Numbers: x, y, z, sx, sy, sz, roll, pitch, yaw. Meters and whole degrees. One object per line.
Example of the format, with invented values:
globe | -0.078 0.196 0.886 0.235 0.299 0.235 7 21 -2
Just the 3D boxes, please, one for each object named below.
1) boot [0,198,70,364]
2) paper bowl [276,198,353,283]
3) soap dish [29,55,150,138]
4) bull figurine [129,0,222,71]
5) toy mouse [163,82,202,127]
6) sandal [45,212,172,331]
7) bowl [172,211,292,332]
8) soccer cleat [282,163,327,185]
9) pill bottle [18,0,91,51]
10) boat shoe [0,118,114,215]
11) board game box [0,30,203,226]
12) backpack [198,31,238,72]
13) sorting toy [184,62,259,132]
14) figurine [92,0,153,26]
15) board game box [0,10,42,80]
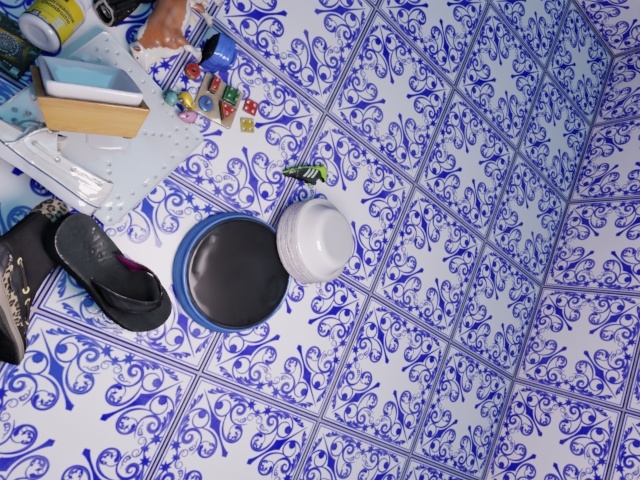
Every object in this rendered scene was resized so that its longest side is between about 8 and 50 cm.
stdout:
boot | -0.715 0.101 1.150 0.138 0.377 0.284 17 40 3
paper bowl | 0.000 0.000 1.579 0.284 0.148 0.284 11 76 -50
soap dish | -0.564 -0.347 1.144 0.229 0.291 0.118 -2 121 -33
bull figurine | -0.418 -0.620 1.366 0.188 0.101 0.310 21 88 -23
toy mouse | -0.406 -0.394 1.379 0.161 0.031 0.143 55 26 -11
sandal | -0.512 0.108 1.226 0.446 0.107 0.167 62 37 -47
bowl | -0.265 0.103 1.500 0.391 0.077 0.391 0 90 -32
soccer cleat | -0.049 -0.225 1.647 0.179 0.060 0.072 -9 96 -35
pill bottle | -0.675 -0.581 1.216 0.103 0.103 0.184 37 56 -27
boat shoe | -0.662 -0.228 1.141 0.367 0.136 0.156 43 85 -26
board game box | -0.592 -0.304 1.310 0.390 0.050 0.390 49 66 -22
backpack | -0.305 -0.576 1.449 0.101 0.120 0.098 15 82 -31
sorting toy | -0.309 -0.438 1.490 0.274 0.046 0.132 24 78 -30
figurine | -0.567 -0.737 1.313 0.209 0.092 0.215 -48 113 -32
board game box | -0.814 -0.510 1.183 0.186 0.026 0.126 36 70 -27
